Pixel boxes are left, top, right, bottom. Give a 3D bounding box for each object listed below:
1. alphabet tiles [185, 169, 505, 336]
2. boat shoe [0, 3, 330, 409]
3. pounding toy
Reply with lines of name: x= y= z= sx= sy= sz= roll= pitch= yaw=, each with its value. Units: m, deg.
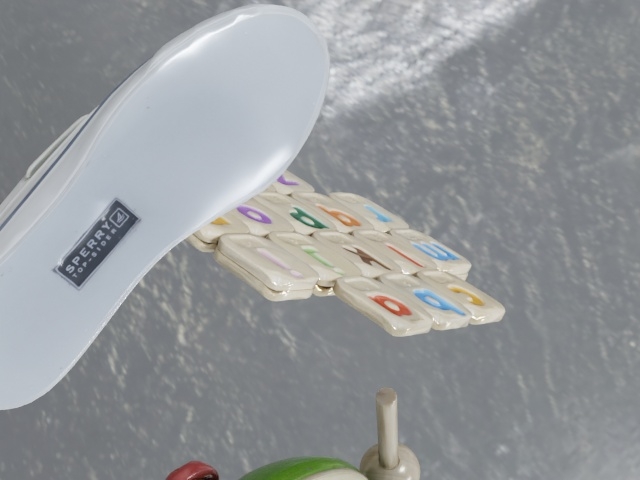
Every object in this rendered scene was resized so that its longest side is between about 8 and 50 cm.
alphabet tiles: x=0.000 y=0.000 z=1.012 sx=0.284 sy=0.278 sz=0.021 roll=-2 pitch=119 yaw=-56
boat shoe: x=-0.107 y=-0.030 z=0.659 sx=0.258 sy=0.084 sz=0.095 roll=-42 pitch=120 yaw=-11
pounding toy: x=-0.040 y=0.209 z=1.055 sx=0.237 sy=0.110 sz=0.183 roll=-40 pitch=145 yaw=-14
